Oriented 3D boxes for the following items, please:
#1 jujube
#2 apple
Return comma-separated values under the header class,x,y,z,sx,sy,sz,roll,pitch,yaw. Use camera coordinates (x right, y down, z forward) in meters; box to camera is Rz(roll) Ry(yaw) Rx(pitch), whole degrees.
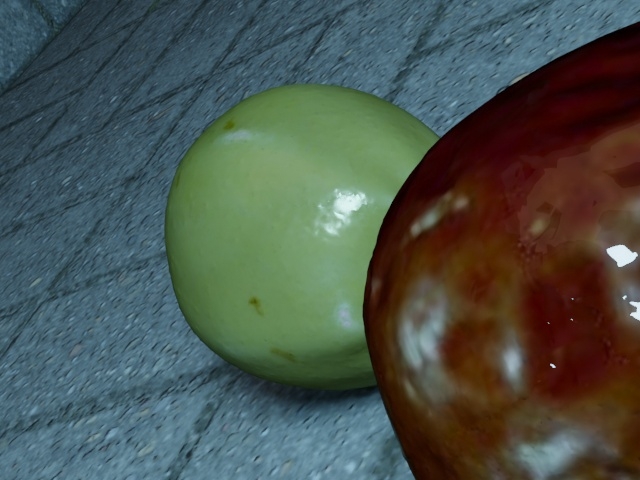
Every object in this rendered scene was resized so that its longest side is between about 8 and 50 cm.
class,x,y,z,sx,sy,sz,roll,pitch,yaw
jujube,0.171,0.006,0.517,0.318,0.223,0.223,-24,26,14
apple,0.000,0.000,0.800,0.200,0.200,0.200,-32,23,16
